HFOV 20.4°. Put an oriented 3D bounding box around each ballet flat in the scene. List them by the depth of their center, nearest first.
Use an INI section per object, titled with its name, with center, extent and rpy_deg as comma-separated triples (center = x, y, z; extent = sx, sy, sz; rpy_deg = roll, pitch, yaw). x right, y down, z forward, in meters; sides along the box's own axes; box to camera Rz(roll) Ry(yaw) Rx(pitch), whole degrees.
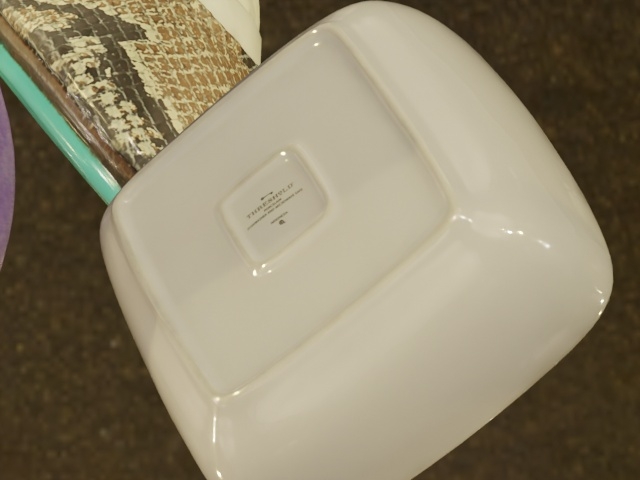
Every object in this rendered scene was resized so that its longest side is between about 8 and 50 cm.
[ballet flat]
center = -0.140, -0.145, 0.923
extent = 0.182, 0.483, 0.164
rpy_deg = -48, 131, -8

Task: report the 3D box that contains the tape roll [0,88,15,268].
[tape roll]
center = -0.234, -0.027, 0.525
extent = 0.274, 0.090, 0.275
rpy_deg = -13, 134, -13

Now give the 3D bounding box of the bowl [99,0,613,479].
[bowl]
center = 0.000, 0.000, 0.526
extent = 0.142, 0.142, 0.053
rpy_deg = -38, 142, 9
